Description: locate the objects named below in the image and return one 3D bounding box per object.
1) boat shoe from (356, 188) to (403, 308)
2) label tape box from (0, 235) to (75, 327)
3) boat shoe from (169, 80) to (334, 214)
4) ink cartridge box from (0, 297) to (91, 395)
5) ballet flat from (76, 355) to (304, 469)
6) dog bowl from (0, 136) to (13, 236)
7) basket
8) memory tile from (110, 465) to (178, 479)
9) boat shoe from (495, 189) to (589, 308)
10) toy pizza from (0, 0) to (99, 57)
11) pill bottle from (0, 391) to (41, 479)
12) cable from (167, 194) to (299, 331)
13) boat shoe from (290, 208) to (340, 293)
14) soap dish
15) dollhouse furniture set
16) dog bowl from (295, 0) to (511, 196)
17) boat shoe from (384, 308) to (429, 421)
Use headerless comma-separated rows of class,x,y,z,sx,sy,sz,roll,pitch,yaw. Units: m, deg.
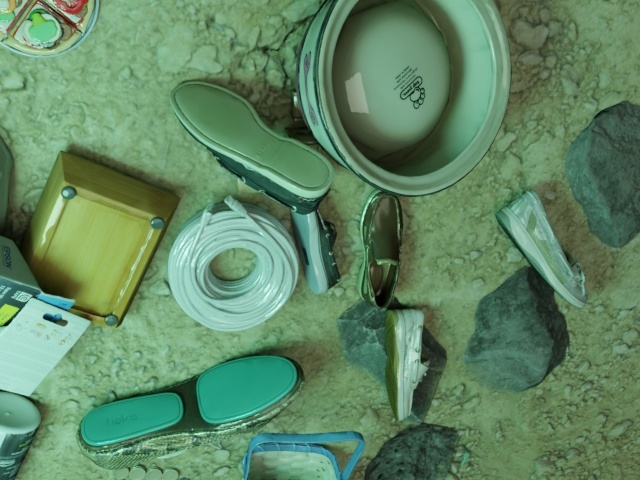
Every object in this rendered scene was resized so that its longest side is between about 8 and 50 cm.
boat shoe,0.135,0.022,1.479,0.095,0.095,0.257,-5,113,-14
label tape box,-0.629,0.090,1.175,0.249,0.115,0.348,-41,141,17
boat shoe,-0.129,-0.159,1.271,0.340,0.127,0.113,30,147,11
ink cartridge box,-0.513,0.179,1.240,0.179,0.045,0.145,-51,144,-1
ballet flat,-0.258,0.371,1.506,0.483,0.164,0.182,-17,138,-2
dog bowl,-0.699,-0.081,1.200,0.349,0.102,0.348,-5,114,-12
basket,-0.051,0.528,1.584,0.255,0.201,0.289,4,121,-16
memory tile,-0.402,0.553,1.604,0.148,0.012,0.113,11,109,-20
boat shoe,0.512,0.028,1.579,0.103,0.118,0.320,-40,110,8
toy pizza,-0.467,-0.400,1.166,0.201,0.032,0.201,-6,114,-13
pill bottle,-0.660,0.434,1.415,0.130,0.130,0.245,22,105,-23
cable,-0.173,0.051,1.411,0.257,0.089,0.257,33,101,-26
boat shoe,0.000,0.000,1.448,0.076,0.080,0.228,-23,115,-24
soap dish,-0.418,0.013,1.308,0.229,0.118,0.290,22,105,-22
dollhouse furniture set,-0.080,-0.178,1.330,0.161,0.101,0.181,-7,114,-13
dog bowl,0.136,-0.288,1.267,0.408,0.150,0.407,-6,102,-29
boat shoe,0.201,0.282,1.608,0.096,0.098,0.277,-7,113,-12
